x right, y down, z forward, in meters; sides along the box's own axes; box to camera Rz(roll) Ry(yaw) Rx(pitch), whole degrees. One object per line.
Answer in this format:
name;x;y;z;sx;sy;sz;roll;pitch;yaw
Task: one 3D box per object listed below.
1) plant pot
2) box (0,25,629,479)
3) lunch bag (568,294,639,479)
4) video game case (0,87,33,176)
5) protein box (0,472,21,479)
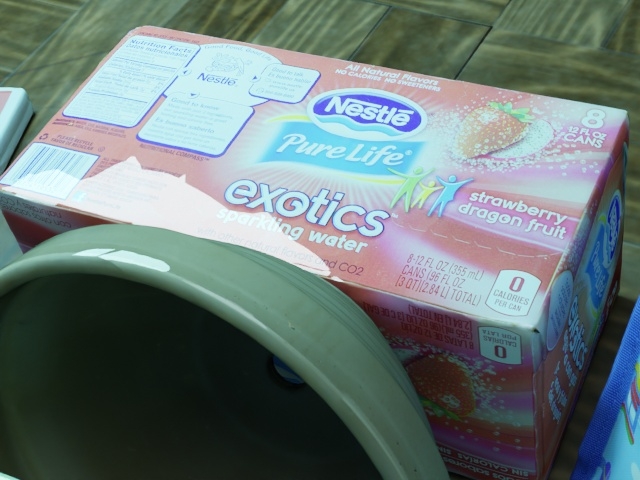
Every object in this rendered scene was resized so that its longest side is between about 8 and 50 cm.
plant pot;-0.037;0.084;0.508;0.237;0.237;0.110;14;36;24
box;0.000;0.000;0.627;0.300;0.142;0.154;13;52;23
lunch bag;0.202;0.081;0.388;0.138;0.293;0.221;-24;53;-10
video game case;-0.338;-0.004;0.788;0.204;0.025;0.285;1;47;14
protein box;-0.064;0.206;0.408;0.201;0.200;0.136;13;52;24
